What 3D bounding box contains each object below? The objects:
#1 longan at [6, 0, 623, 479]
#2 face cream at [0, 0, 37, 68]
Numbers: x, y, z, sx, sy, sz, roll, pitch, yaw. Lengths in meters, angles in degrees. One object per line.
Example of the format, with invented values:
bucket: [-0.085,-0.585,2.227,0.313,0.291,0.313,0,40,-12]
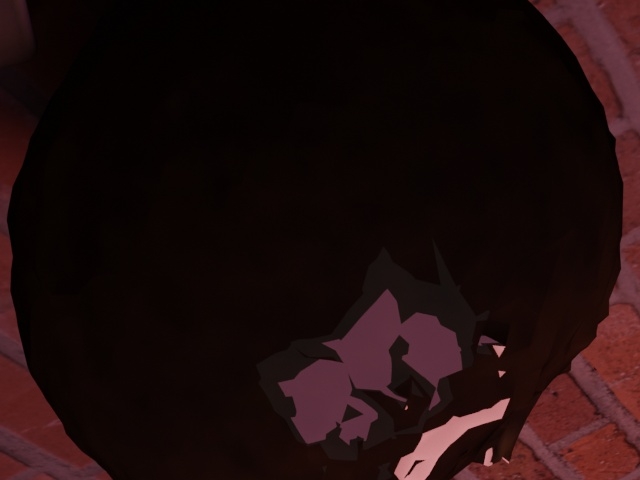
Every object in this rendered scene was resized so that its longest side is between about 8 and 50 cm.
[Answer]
longan: [0.000,0.000,0.953,0.391,0.391,0.391,-13,144,-10]
face cream: [-0.344,-0.125,0.870,0.349,0.081,0.173,-13,153,-9]
